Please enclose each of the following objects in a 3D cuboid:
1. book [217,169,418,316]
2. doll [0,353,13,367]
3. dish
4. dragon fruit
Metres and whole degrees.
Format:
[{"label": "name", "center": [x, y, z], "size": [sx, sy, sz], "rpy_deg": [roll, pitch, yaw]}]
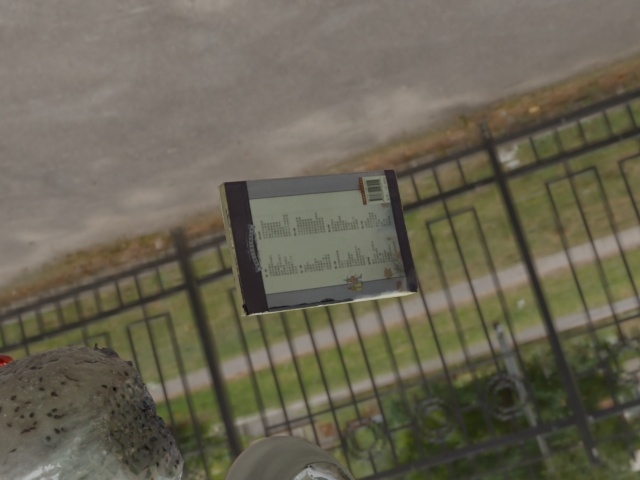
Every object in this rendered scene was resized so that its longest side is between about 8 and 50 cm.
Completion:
[{"label": "book", "center": [0.000, 0.000, 1.278], "size": [0.231, 0.158, 0.026], "rpy_deg": [-6, 169, -25]}, {"label": "doll", "center": [-0.499, 0.156, 1.461], "size": [0.142, 0.076, 0.245], "rpy_deg": [11, 176, -23]}, {"label": "dish", "center": [-0.013, 0.394, 1.522], "size": [0.260, 0.260, 0.085], "rpy_deg": [-6, 160, -41]}, {"label": "dragon fruit", "center": [-0.309, 0.265, 1.238], "size": [0.221, 0.283, 0.204], "rpy_deg": [-32, 178, 30]}]
